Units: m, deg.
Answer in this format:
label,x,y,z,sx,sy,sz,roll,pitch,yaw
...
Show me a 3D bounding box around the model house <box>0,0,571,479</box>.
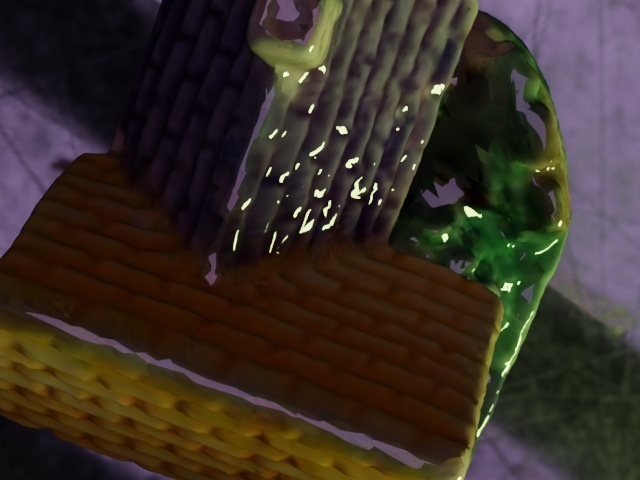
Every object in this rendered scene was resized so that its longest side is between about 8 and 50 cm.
label,x,y,z,sx,sy,sz,roll,pitch,yaw
model house,0.000,0.000,0.752,0.202,0.237,0.237,25,94,2
